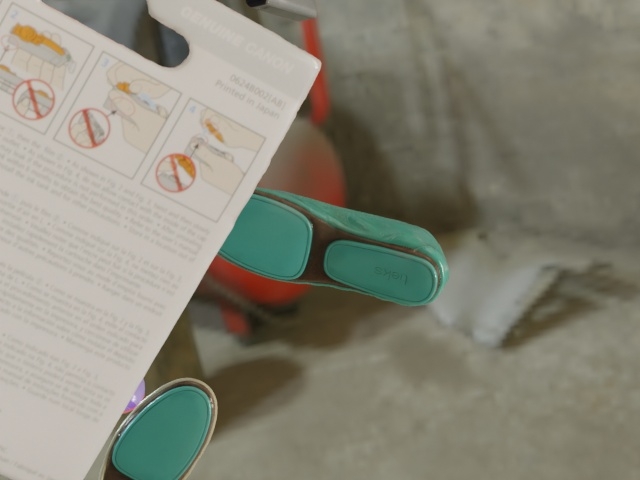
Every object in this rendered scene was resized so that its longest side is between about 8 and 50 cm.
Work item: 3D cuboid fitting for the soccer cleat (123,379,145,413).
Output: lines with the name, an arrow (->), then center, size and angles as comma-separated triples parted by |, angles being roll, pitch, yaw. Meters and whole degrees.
soccer cleat -> -0.277, 0.097, 2.138 | 0.083, 0.095, 0.248 | -24, 49, -19

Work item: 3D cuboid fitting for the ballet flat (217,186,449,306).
ballet flat -> 0.000, 0.000, 1.772 | 0.247, 0.083, 0.087 | 17, 20, 5

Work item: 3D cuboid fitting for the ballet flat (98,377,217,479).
ballet flat -> -0.183, 0.236, 1.891 | 0.248, 0.086, 0.086 | -56, 32, 6

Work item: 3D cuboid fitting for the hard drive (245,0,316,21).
hard drive -> -0.040, -0.235, 1.591 | 0.022, 0.094, 0.135 | -12, -2, 16

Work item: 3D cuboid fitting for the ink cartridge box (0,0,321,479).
ink cartridge box -> -0.227, -0.039, 1.362 | 0.308, 0.385, 0.091 | 27, 8, -22
